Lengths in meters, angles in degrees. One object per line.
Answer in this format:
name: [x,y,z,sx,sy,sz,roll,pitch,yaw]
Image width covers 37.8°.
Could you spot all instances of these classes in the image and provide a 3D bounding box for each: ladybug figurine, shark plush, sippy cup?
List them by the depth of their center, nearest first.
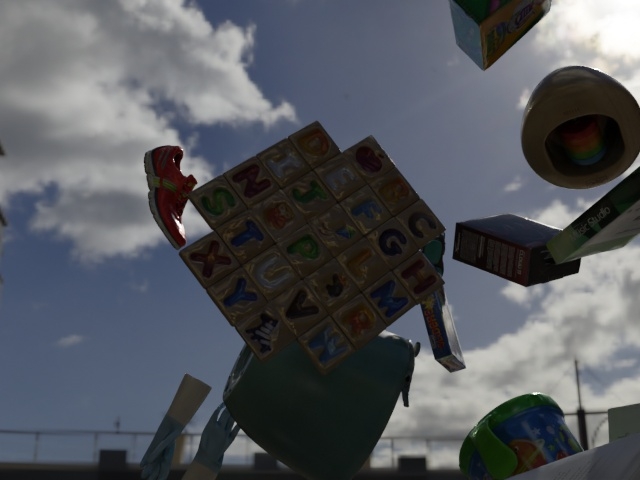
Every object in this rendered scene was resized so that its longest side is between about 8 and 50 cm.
sippy cup: [0.420,0.452,1.788,0.305,0.224,0.240,-7,-51,-26]
shark plush: [0.185,0.297,2.105,0.073,0.161,0.067,9,12,-10]
ladybug figurine: [0.659,-0.290,2.376,0.305,0.162,0.449,-17,-35,15]

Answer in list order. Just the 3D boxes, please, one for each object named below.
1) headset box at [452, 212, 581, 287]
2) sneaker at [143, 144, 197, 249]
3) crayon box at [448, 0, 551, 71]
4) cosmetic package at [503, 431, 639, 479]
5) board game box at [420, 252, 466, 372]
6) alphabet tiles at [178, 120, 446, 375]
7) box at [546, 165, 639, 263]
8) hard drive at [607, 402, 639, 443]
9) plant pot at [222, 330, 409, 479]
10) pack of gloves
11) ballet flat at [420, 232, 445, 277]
headset box: [0.530,0.024,2.461,0.218,0.110,0.293,-10,22,-36]
sneaker: [-0.352,-0.115,2.256,0.118,0.279,0.107,-16,-22,3]
crayon box: [0.309,-0.405,1.589,0.165,0.081,0.278,-42,-12,5]
cosmetic package: [0.330,0.477,1.107,0.329,0.327,0.394,47,-29,4]
board game box: [0.221,0.139,1.763,0.035,0.201,0.136,-19,-24,14]
alphabet tiles: [0.000,0.000,1.212,0.342,0.285,0.011,-33,-8,-31]
box: [0.633,-0.071,1.872,0.232,0.059,0.322,-10,-27,-37]
hard drive: [0.674,0.485,1.902,0.040,0.308,0.203,13,-22,-25]
plant pot: [-0.024,0.242,1.591,0.235,0.293,0.293,29,-27,-8]
pack of gloves: [-0.263,0.393,1.822,0.195,0.232,0.046,20,-10,39]
ballet flat: [0.264,0.043,2.235,0.074,0.074,0.203,1,-44,-3]
